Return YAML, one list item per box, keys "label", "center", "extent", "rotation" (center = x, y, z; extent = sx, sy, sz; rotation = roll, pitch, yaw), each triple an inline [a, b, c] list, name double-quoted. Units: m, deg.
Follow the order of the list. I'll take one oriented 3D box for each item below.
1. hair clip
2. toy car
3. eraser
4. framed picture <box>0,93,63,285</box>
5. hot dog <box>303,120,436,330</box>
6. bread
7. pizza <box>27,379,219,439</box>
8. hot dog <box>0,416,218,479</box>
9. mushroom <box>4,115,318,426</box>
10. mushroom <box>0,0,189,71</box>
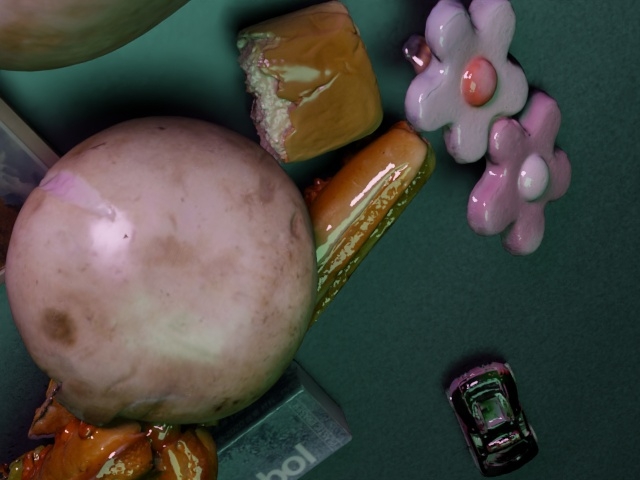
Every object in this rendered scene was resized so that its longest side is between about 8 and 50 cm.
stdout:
- label: "hair clip"
  center: [0.140, -0.097, 1.193]
  extent: [0.257, 0.075, 0.146]
  rotation: [53, 57, -32]
- label: "toy car"
  center: [0.172, 0.180, 1.394]
  extent: [0.069, 0.055, 0.142]
  rotation: [-24, 124, 0]
- label: "eraser"
  center: [-0.079, 0.209, 1.329]
  extent: [0.212, 0.046, 0.092]
  rotation: [-38, 125, 5]
- label: "framed picture"
  center: [-0.296, -0.040, 1.083]
  extent: [0.184, 0.016, 0.250]
  rotation: [-34, 141, 2]
- label: "hot dog"
  center: [0.000, 0.000, 1.208]
  extent: [0.076, 0.102, 0.249]
  rotation: [40, 102, 9]
- label: "bread"
  center: [-0.008, -0.121, 1.130]
  extent: [0.106, 0.082, 0.125]
  rotation: [-16, 121, -2]
- label: "pizza"
  center: [-0.174, 0.128, 1.251]
  extent: [0.176, 0.036, 0.185]
  rotation: [-39, 121, 4]
- label: "hot dog"
  center: [-0.218, 0.244, 1.234]
  extent: [0.158, 0.117, 0.349]
  rotation: [10, 134, -34]
- label: "mushroom"
  center: [-0.124, 0.027, 1.106]
  extent: [0.254, 0.184, 0.255]
  rotation: [-3, 100, -18]
- label: "mushroom"
  center: [-0.174, -0.268, 0.890]
  extent: [0.297, 0.297, 0.290]
  rotation: [-40, 92, 8]
